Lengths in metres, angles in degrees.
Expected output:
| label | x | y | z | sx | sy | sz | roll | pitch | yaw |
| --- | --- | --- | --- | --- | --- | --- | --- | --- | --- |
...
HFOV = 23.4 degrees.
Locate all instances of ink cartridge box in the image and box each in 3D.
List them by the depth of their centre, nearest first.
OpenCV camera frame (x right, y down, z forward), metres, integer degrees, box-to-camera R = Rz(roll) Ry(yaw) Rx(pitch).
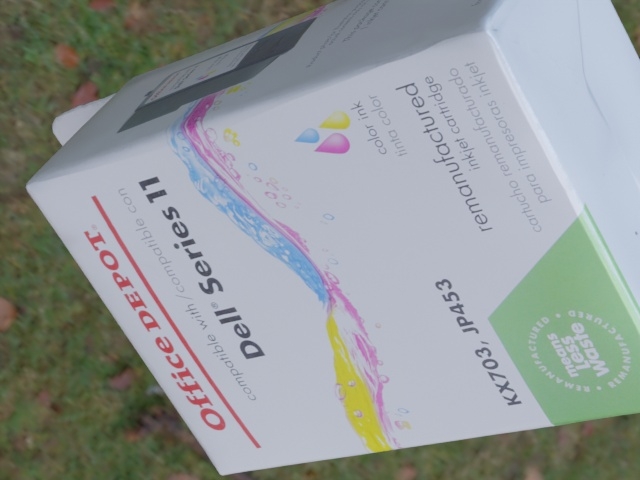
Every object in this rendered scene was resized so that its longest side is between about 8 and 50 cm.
| label | x | y | z | sx | sy | sz | roll | pitch | yaw |
| --- | --- | --- | --- | --- | --- | --- | --- | --- | --- |
| ink cartridge box | 0.000 | 0.000 | 0.787 | 0.207 | 0.353 | 0.119 | 59 | 40 | -20 |
